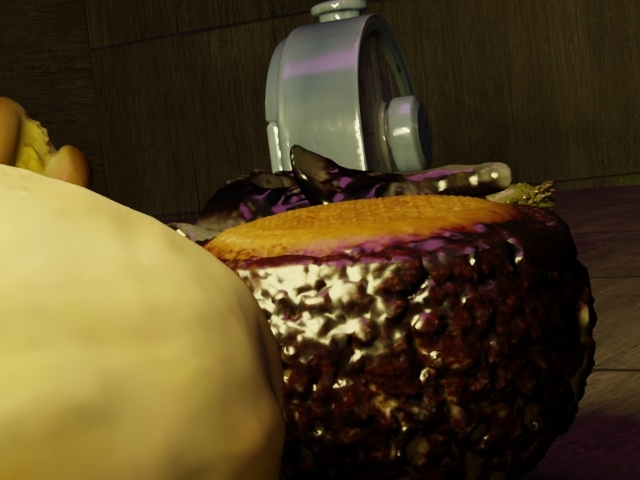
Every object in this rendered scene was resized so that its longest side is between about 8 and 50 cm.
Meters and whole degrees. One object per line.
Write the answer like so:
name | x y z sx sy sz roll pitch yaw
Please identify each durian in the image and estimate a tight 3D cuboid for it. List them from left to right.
durian | 0.212 0.001 1.721 0.208 0.102 0.146 -30 -9 28

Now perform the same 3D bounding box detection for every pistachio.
pistachio | -0.160 0.073 0.484 0.309 0.229 0.230 -5 3 -41

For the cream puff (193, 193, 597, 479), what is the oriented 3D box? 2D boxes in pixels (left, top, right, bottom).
cream puff | 0.026 0.063 0.704 0.239 0.164 0.239 -6 5 1

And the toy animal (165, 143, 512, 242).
toy animal | 0.000 0.000 1.431 0.344 0.194 0.303 -6 -2 42

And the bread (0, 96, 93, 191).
bread | -0.313 -0.014 1.411 0.211 0.270 0.316 -19 6 -8

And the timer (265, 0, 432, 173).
timer | 0.059 -0.147 1.856 0.173 0.395 0.395 -8 4 18
